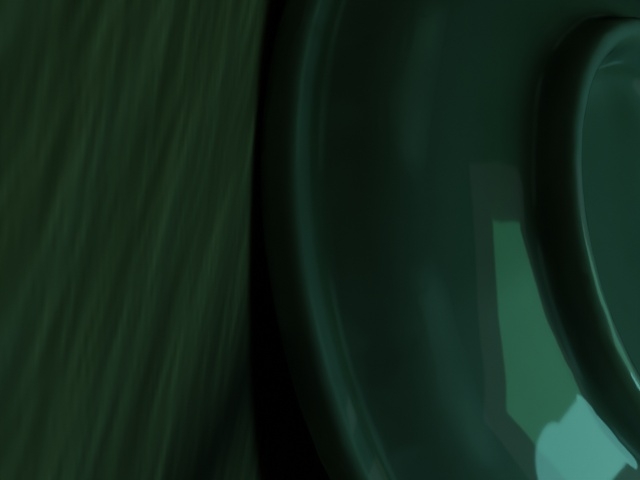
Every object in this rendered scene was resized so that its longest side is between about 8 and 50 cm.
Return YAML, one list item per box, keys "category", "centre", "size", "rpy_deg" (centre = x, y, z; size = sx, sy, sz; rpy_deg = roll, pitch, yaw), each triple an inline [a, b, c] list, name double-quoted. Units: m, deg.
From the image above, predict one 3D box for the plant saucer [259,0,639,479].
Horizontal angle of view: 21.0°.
- category: "plant saucer"
  centre: [0.134, 0.007, 0.828]
  size: [0.400, 0.100, 0.400]
  rpy_deg: [23, 60, -48]
